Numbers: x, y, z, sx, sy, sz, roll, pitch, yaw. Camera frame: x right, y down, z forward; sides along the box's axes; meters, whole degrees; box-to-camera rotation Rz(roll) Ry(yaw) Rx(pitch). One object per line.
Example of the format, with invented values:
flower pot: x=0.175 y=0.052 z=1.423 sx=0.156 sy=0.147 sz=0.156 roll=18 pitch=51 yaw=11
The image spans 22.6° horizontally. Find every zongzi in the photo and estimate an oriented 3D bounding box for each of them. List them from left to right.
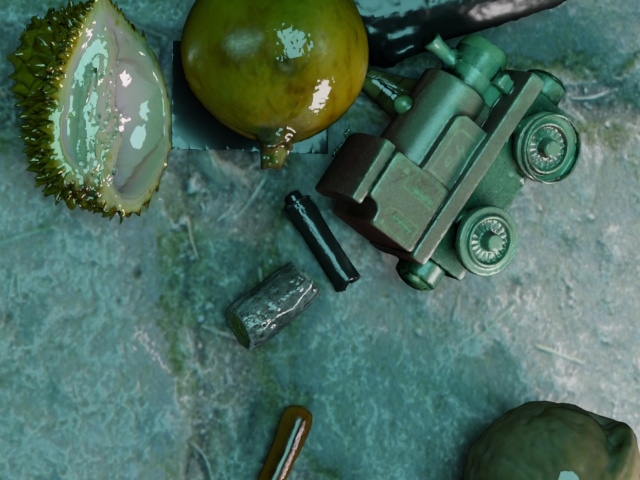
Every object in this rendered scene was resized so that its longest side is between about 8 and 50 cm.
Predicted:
zongzi: x=0.094 y=-0.192 z=1.917 sx=0.076 sy=0.040 sz=0.083 roll=43 pitch=66 yaw=-4

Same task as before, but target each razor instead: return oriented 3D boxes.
razor: x=0.169 y=-0.334 z=1.903 sx=0.327 sy=0.107 sz=0.189 roll=-24 pitch=91 yaw=-15

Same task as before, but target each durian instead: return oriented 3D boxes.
durian: x=-0.260 y=-0.139 z=1.767 sx=0.138 sy=0.183 sz=0.249 roll=-6 pitch=94 yaw=20

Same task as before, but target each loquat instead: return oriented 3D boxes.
loquat: x=-0.048 y=-0.196 z=1.783 sx=0.213 sy=0.213 sz=0.246 roll=5 pitch=71 yaw=-16

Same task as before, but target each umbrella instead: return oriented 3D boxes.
umbrella: x=0.001 y=-0.001 z=1.887 sx=0.036 sy=0.031 sz=0.133 roll=-38 pitch=99 yaw=-40

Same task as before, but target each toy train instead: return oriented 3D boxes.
toy train: x=0.155 y=-0.099 z=1.857 sx=0.221 sy=0.150 sz=0.304 roll=38 pitch=80 yaw=-25

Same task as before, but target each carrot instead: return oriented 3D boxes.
carrot: x=-0.059 y=0.279 z=1.859 sx=0.037 sy=0.037 sz=0.190 roll=27 pitch=83 yaw=-14

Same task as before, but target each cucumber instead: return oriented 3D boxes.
cucumber: x=-0.053 y=0.075 z=1.853 sx=0.112 sy=0.064 sz=0.064 roll=-36 pitch=98 yaw=-17

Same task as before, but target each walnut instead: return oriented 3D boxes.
walnut: x=0.281 y=0.307 z=1.860 sx=0.248 sy=0.248 sz=0.248 roll=0 pitch=88 yaw=-16

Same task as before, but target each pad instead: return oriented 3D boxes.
pad: x=-0.082 y=-0.168 z=1.881 sx=0.190 sy=0.004 sz=0.127 roll=1 pitch=88 yaw=-15
